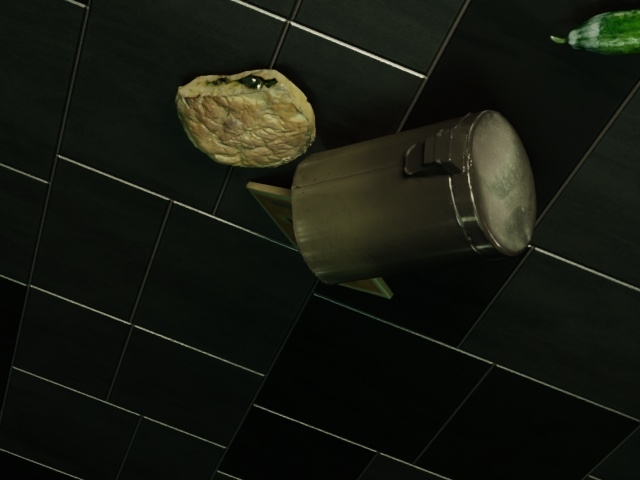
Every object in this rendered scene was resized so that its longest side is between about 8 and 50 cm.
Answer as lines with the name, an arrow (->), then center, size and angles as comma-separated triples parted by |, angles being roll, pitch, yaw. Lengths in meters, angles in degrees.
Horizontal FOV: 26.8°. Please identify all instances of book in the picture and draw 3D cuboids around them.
book -> 0.000, 0.001, 2.109 | 0.170, 0.018, 0.241 | 13, 150, 47

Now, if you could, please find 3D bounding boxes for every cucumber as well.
cucumber -> 0.405, -0.258, 1.647 | 0.250, 0.056, 0.056 | -2, 138, 20

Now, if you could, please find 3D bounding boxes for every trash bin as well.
trash bin -> 0.124, -0.056, 1.891 | 0.302, 0.203, 0.252 | -11, 153, 34

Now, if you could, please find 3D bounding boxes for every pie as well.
pie -> -0.107, -0.169, 1.965 | 0.218, 0.052, 0.185 | -2, 136, 22
